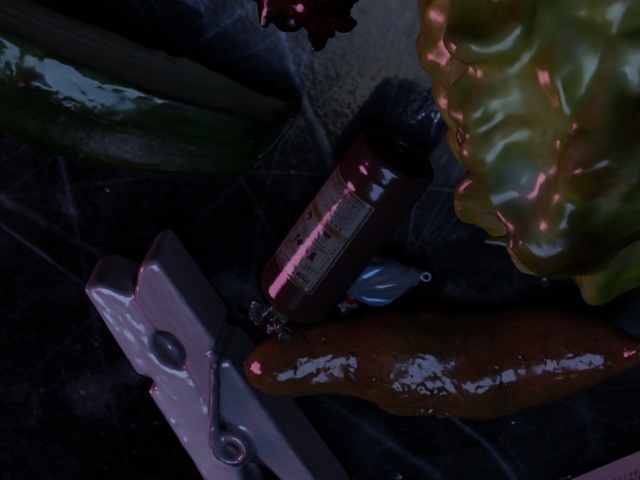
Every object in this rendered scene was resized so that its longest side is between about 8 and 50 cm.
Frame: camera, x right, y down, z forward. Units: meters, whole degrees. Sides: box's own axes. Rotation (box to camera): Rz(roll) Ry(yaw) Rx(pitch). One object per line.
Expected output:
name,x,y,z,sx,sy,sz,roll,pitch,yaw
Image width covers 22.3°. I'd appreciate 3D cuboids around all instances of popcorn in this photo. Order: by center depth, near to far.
popcorn,0.199,-0.131,1.098,0.312,0.312,0.312,6,126,9

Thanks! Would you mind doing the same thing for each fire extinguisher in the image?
fire extinguisher,0.000,0.000,1.361,0.071,0.099,0.231,10,130,-37

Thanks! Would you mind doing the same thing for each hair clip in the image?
hair clip,-0.089,0.145,1.477,0.101,0.085,0.331,-21,116,23

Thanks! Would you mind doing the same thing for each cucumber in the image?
cucumber,-0.187,-0.112,1.307,0.325,0.105,0.145,20,128,-5

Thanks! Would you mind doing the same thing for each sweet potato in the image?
sweet potato,0.111,0.107,1.399,0.354,0.095,0.106,-3,169,17

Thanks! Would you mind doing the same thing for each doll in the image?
doll,0.041,0.034,1.397,0.114,0.039,0.057,-6,84,29

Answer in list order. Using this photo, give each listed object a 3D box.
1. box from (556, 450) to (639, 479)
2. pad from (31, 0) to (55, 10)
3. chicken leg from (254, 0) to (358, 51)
box,0.359,0.275,1.449,0.299,0.106,0.200,-28,116,30
pad,-0.354,-0.244,1.314,0.267,0.004,0.181,-2,125,14
chicken leg,-0.005,-0.320,1.127,0.158,0.096,0.407,14,128,29
